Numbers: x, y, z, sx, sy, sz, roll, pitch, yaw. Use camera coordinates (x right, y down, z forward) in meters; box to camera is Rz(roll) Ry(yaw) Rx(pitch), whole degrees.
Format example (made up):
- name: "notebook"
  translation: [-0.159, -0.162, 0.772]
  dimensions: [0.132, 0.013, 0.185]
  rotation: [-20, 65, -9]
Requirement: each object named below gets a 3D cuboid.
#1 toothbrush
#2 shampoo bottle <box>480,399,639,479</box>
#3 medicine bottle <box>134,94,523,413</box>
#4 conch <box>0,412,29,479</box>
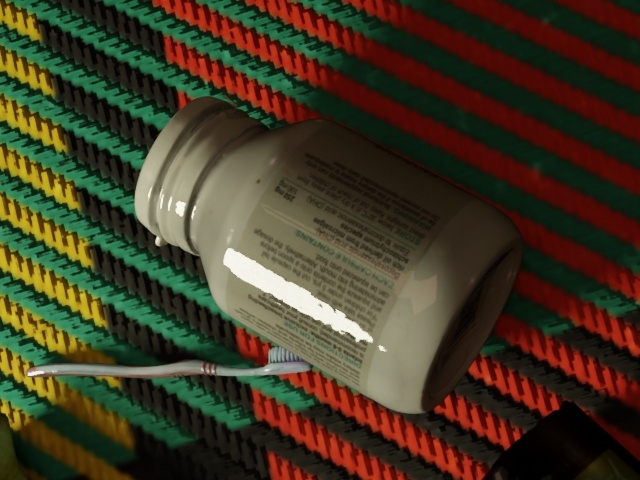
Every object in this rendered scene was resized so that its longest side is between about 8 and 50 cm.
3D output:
- name: "toothbrush"
  translation: [-0.099, 0.081, 1.066]
  dimensions: [0.193, 0.013, 0.019]
  rotation: [-4, 71, 13]
- name: "shampoo bottle"
  translation: [0.217, 0.236, 0.912]
  dimensions: [0.129, 0.084, 0.323]
  rotation: [-36, 69, -29]
- name: "medicine bottle"
  translation: [0.000, 0.000, 0.995]
  dimensions: [0.215, 0.135, 0.135]
  rotation: [29, 86, 18]
- name: "conch"
  translation: [-0.192, 0.213, 1.030]
  dimensions: [0.095, 0.079, 0.200]
  rotation: [-42, 54, 16]
